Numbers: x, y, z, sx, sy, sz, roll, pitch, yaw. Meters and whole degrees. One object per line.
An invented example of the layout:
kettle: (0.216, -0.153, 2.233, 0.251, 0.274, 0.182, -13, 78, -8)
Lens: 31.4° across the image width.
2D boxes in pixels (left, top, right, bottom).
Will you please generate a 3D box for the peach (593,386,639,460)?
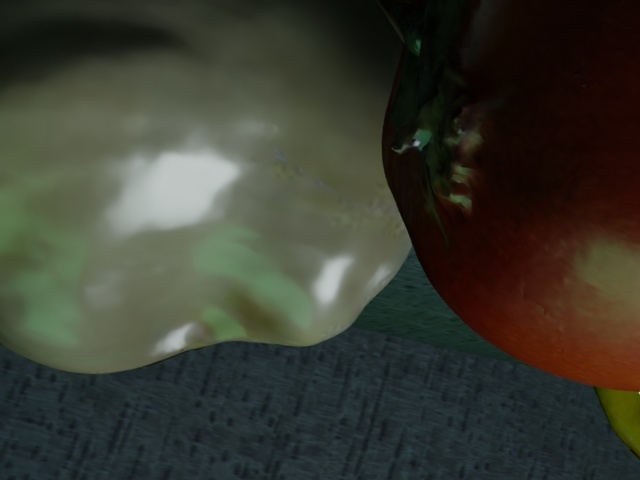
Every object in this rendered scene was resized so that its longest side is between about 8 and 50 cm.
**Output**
peach: (0.522, 0.140, 1.389, 0.370, 0.369, 0.370, 12, 169, 2)

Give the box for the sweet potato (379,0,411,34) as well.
sweet potato: (0.120, -0.172, 0.901, 0.206, 0.060, 0.068, 12, -154, 3)

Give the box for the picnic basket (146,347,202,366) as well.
picnic basket: (-0.205, 0.007, 1.418, 0.337, 0.293, 0.337, -20, 159, -8)

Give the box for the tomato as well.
tomato: (0.194, -0.072, 0.646, 0.322, 0.321, 0.321, 12, 169, 2)

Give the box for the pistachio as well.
pistachio: (-0.132, -0.080, 0.839, 0.446, 0.365, 0.281, 18, -170, -7)
